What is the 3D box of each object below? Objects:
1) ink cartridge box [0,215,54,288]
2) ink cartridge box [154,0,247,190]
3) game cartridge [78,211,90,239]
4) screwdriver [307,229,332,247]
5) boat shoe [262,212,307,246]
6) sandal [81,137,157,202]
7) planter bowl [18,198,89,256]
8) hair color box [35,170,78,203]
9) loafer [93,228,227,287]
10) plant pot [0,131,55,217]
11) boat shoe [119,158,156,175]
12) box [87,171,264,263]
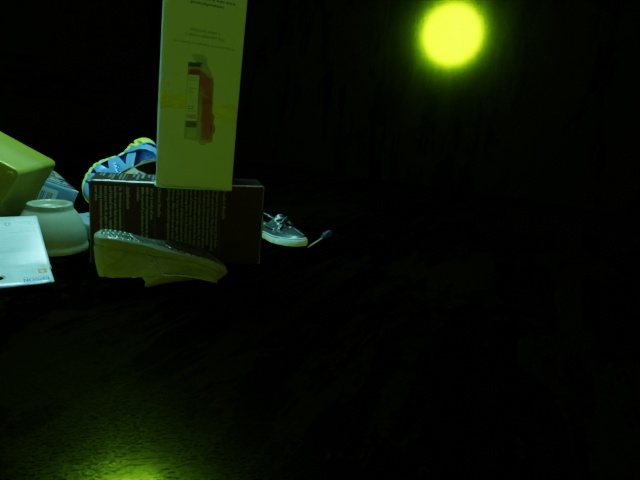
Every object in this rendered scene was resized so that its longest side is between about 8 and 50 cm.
[{"bbox_3d":[-0.640,0.036,0.981,0.223,0.045,0.224,-5,39,-35],"label":"ink cartridge box"},{"bbox_3d":[-0.265,-0.317,1.125,0.160,0.385,0.279,4,13,-16],"label":"ink cartridge box"},{"bbox_3d":[-0.507,-0.043,1.405,0.196,0.060,0.294,10,14,33],"label":"game cartridge"},{"bbox_3d":[0.000,0.000,1.499,0.025,0.024,0.170,36,26,5],"label":"screwdriver"},{"bbox_3d":[-0.121,-0.040,1.482,0.080,0.076,0.228,-6,18,-39],"label":"boat shoe"},{"bbox_3d":[-0.654,-0.235,1.741,0.138,0.126,0.317,15,55,44],"label":"sandal"},{"bbox_3d":[-0.627,-0.036,1.208,0.162,0.109,0.162,5,14,-1],"label":"planter bowl"},{"bbox_3d":[-0.842,-0.155,1.492,0.185,0.114,0.374,22,0,-38],"label":"hair color box"},{"bbox_3d":[-0.318,0.048,1.034,0.268,0.092,0.102,16,9,-30],"label":"loafer"},{"bbox_3d":[-0.774,-0.141,1.192,0.212,0.212,0.187,31,-1,-22],"label":"plant pot"},{"bbox_3d":[-0.570,-0.167,1.570,0.116,0.123,0.324,-31,20,29],"label":"boat shoe"},{"bbox_3d":[-0.331,-0.053,1.219,0.381,0.191,0.143,2,14,-15],"label":"box"}]
